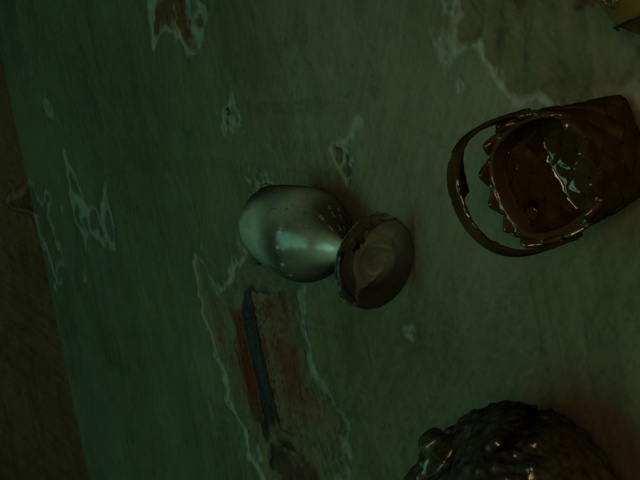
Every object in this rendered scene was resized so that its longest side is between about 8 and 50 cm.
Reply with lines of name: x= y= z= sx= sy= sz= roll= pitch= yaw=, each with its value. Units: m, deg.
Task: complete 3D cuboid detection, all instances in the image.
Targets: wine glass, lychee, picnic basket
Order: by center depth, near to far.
picnic basket: x=0.191 y=-0.055 z=0.981 sx=0.138 sy=0.178 sz=0.128 roll=-34 pitch=73 yaw=58
lychee: x=0.189 y=0.289 z=1.084 sx=0.274 sy=0.255 sz=0.255 roll=42 pitch=146 yaw=-4
wine glass: x=0.000 y=0.000 z=1.381 sx=0.241 sy=0.126 sz=0.126 roll=23 pitch=121 yaw=52

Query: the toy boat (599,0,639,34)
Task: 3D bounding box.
toy boat: x=0.300 y=-0.212 z=0.862 sx=0.206 sy=0.064 sz=0.072 roll=-8 pitch=76 yaw=58
